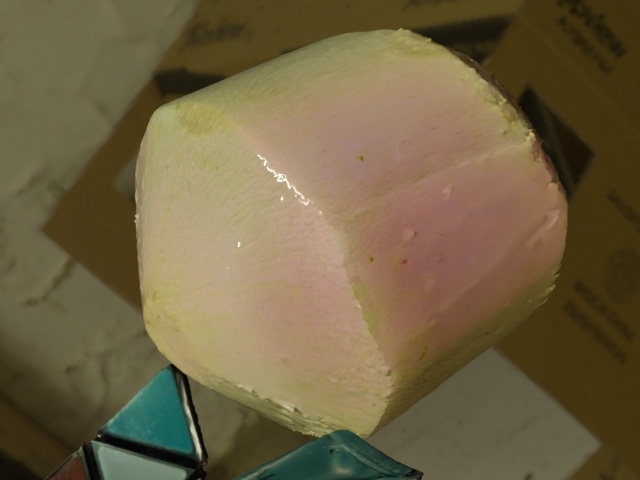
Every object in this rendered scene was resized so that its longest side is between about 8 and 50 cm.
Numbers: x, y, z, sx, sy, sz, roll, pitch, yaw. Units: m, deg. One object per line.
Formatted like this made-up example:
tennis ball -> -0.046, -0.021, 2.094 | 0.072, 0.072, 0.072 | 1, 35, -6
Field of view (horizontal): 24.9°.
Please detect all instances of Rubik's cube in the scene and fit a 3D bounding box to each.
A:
Rubik's cube -> -0.138, 0.315, 1.177 | 0.284, 0.234, 0.250 | -42, -21, -32

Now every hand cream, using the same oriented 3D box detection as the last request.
hand cream -> -0.063, 0.146, 0.666 | 0.224, 0.048, 0.083 | -24, 19, -23

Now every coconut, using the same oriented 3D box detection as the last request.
coconut -> 0.000, 0.000, 0.893 | 0.245, 0.233, 0.233 | -28, 19, -26
